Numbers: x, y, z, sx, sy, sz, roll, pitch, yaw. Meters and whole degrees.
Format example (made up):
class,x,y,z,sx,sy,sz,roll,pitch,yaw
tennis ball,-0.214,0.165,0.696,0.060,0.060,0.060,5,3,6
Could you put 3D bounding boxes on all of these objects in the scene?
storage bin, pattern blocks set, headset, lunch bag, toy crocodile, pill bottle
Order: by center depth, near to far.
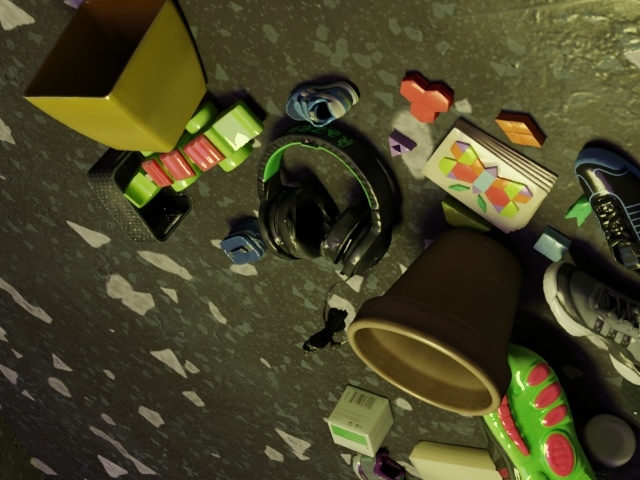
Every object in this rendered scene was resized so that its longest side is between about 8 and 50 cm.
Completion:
class,x,y,z,sx,sy,sz,roll,pitch,yaw
pattern blocks set,0.247,-0.095,1.680,0.324,0.026,0.285,27,147,13
headset,0.000,0.000,1.884,0.243,0.185,0.394,15,131,30
toy crocodile,-0.226,-0.151,1.957,0.340,0.105,0.115,-20,118,42
pill bottle,0.485,0.382,2.006,0.094,0.094,0.169,31,148,8
lunch bag,-0.139,0.005,2.131,0.067,0.065,0.098,47,147,-18
storage bin,-0.341,-0.094,2.139,0.084,0.122,0.180,0,133,43

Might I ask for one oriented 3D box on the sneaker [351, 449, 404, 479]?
class,x,y,z,sx,sy,sz,roll,pitch,yaw
sneaker,0.164,0.561,2.553,0.098,0.083,0.224,-14,123,45

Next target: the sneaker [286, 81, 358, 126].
class,x,y,z,sx,sy,sz,roll,pitch,yaw
sneaker,-0.009,-0.207,1.743,0.144,0.059,0.053,-7,130,49

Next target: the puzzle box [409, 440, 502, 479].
class,x,y,z,sx,sy,sz,roll,pitch,yaw
puzzle box,0.390,0.587,2.399,0.272,0.052,0.409,-1,133,43

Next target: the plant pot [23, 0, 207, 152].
class,x,y,z,sx,sy,sz,roll,pitch,yaw
plant pot,-0.313,-0.258,1.845,0.212,0.212,0.187,6,151,38

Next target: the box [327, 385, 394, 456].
class,x,y,z,sx,sy,sz,roll,pitch,yaw
box,0.085,0.379,2.370,0.101,0.102,0.087,16,144,27

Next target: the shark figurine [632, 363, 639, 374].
class,x,y,z,sx,sy,sz,roll,pitch,yaw
shark figurine,0.585,0.144,1.578,0.116,0.278,0.166,64,-167,26

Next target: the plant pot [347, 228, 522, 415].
class,x,y,z,sx,sy,sz,roll,pitch,yaw
plant pot,0.206,0.114,1.778,0.263,0.229,0.263,25,156,12

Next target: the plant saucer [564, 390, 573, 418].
class,x,y,z,sx,sy,sz,roll,pitch,yaw
plant saucer,0.368,0.278,2.054,0.192,0.018,0.067,11,140,35

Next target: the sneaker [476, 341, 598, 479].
class,x,y,z,sx,sy,sz,roll,pitch,yaw
sneaker,0.382,0.388,1.960,0.185,0.202,0.483,-12,104,4

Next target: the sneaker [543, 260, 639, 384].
class,x,y,z,sx,sy,sz,roll,pitch,yaw
sneaker,0.464,0.111,1.679,0.268,0.101,0.153,41,147,-18

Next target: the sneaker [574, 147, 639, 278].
class,x,y,z,sx,sy,sz,roll,pitch,yaw
sneaker,0.423,-0.023,1.547,0.232,0.090,0.081,45,147,-14

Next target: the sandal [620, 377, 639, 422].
class,x,y,z,sx,sy,sz,roll,pitch,yaw
sandal,0.674,0.287,1.720,0.445,0.107,0.168,27,147,38
